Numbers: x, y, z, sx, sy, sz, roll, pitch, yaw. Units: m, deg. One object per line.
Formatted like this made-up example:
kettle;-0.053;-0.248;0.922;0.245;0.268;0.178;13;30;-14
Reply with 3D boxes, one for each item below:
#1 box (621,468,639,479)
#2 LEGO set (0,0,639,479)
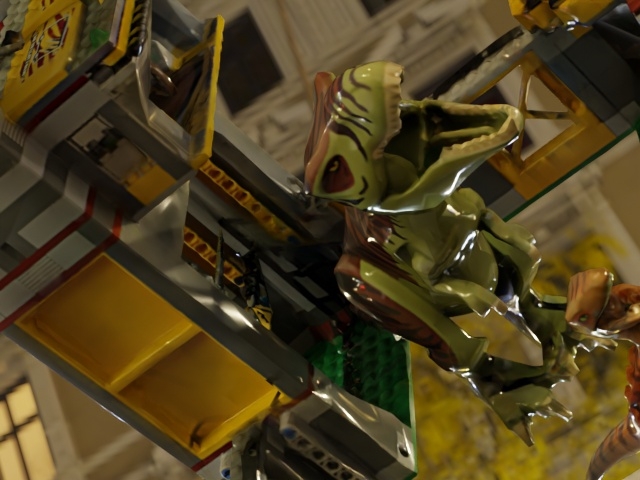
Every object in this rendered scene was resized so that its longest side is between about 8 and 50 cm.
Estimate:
box;0.199;0.156;0.773;0.178;0.042;0.109;-31;-76;-4
LEGO set;0.000;0.000;0.365;0.255;0.331;0.192;-32;-58;32
